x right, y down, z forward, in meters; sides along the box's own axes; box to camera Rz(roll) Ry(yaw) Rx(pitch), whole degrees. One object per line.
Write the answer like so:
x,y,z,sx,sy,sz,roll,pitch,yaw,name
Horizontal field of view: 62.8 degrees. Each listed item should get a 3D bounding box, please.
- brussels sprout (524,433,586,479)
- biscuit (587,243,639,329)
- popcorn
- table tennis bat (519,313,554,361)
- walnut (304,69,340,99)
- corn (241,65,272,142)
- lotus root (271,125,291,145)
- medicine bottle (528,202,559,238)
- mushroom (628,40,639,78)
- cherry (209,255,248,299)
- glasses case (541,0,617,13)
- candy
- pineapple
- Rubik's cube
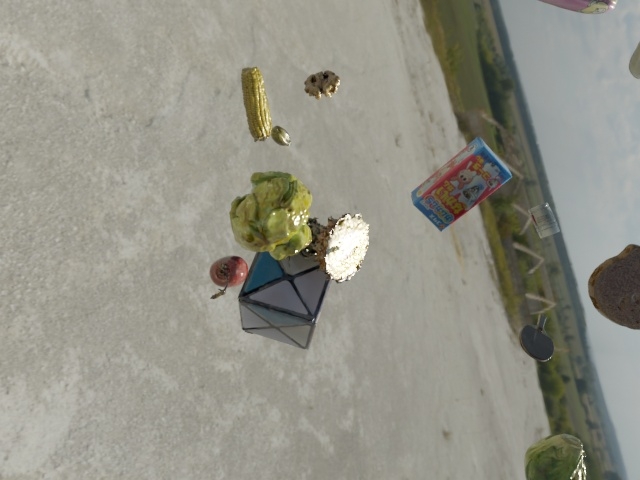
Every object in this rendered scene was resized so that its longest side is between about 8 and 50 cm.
0.589,0.577,1.321,0.131,0.145,0.183,-4,92,-62,brussels sprout
0.972,0.145,1.619,0.273,0.257,0.049,39,12,-12,biscuit
-0.140,-0.062,1.579,0.276,0.276,0.225,50,15,-45,popcorn
0.784,0.344,1.890,0.130,0.019,0.220,32,45,7,table tennis bat
0.008,-0.602,2.043,0.170,0.143,0.069,-93,169,-49,walnut
-0.265,-0.560,2.184,0.115,0.115,0.317,-70,156,-53,corn
-0.138,-0.363,1.841,0.099,0.049,0.054,38,69,-49,lotus root
0.649,-0.058,1.523,0.058,0.058,0.091,-3,70,-66,medicine bottle
1.222,-0.694,1.963,0.118,0.103,0.270,-63,155,-2,mushroom
-0.264,0.099,1.425,0.225,0.107,0.090,-56,143,-69,cherry
0.621,-0.656,1.369,0.123,0.316,0.075,-113,-144,-65,glasses case
0.472,-0.187,1.787,0.157,0.306,0.100,41,26,-18,candy
0.000,0.000,1.885,0.262,0.272,0.262,-20,118,-43,pineapple
-0.133,0.208,2.019,0.307,0.310,0.305,100,9,-60,Rubik's cube
